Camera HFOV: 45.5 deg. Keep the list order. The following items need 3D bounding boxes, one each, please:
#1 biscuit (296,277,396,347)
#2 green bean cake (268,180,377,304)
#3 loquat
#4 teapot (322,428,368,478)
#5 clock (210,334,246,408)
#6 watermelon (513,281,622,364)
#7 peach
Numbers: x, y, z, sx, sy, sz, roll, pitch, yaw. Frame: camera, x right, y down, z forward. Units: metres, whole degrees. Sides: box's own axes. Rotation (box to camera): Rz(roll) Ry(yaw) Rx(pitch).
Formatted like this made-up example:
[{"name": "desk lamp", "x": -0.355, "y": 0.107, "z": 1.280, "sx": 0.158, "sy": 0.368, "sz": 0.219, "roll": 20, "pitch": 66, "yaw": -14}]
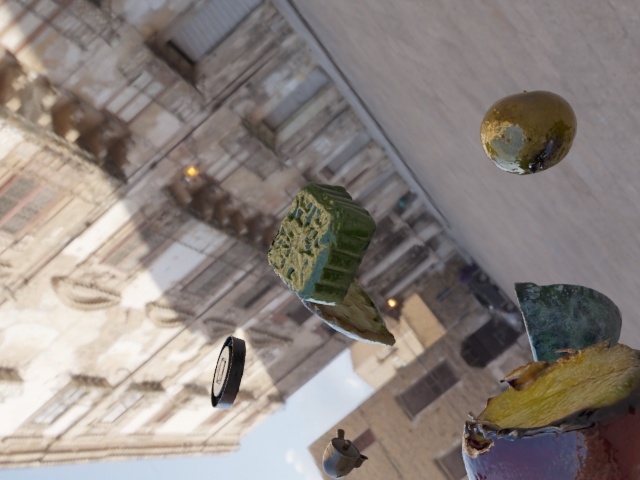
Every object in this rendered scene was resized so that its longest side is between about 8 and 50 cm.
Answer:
[{"name": "biscuit", "x": 0.071, "y": 0.179, "z": 2.195, "sx": 0.329, "sy": 0.078, "sz": 0.335, "roll": 31, "pitch": -159, "yaw": -6}, {"name": "green bean cake", "x": 0.000, "y": 0.000, "z": 1.732, "sx": 0.125, "sy": 0.248, "sz": 0.222, "roll": 18, "pitch": -164, "yaw": -36}, {"name": "loquat", "x": 0.378, "y": -0.203, "z": 1.403, "sx": 0.204, "sy": 0.172, "sz": 0.149, "roll": -101, "pitch": -10, "yaw": -61}, {"name": "teapot", "x": 0.047, "y": 0.431, "z": 1.552, "sx": 0.085, "sy": 0.080, "sz": 0.110, "roll": 25, "pitch": -166, "yaw": -10}, {"name": "clock", "x": -0.228, "y": 0.328, "z": 1.894, "sx": 0.040, "sy": 0.184, "sz": 0.184, "roll": 16, "pitch": -161, "yaw": -16}, {"name": "watermelon", "x": 0.623, "y": 0.226, "z": 1.938, "sx": 0.320, "sy": 0.289, "sz": 0.214, "roll": 65, "pitch": 168, "yaw": 9}, {"name": "peach", "x": 0.465, "y": 0.369, "z": 1.426, "sx": 0.353, "sy": 0.339, "sz": 0.416, "roll": 32, "pitch": 136, "yaw": 21}]
